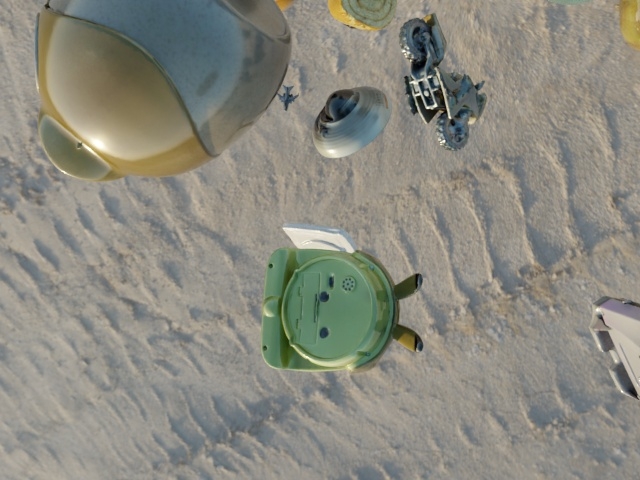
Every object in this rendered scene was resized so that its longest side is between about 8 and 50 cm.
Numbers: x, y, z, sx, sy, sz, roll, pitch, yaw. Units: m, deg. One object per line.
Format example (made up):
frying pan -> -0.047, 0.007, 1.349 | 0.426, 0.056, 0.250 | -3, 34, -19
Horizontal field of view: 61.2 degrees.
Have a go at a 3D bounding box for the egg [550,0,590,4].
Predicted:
egg -> 0.498, -0.676, 1.096 | 0.276, 0.276, 0.388 | -20, 116, 23

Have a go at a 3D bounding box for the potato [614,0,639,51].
potato -> 0.460, -0.316, 0.742 | 0.089, 0.172, 0.100 | 44, 138, 40

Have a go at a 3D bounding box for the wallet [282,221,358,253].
wallet -> 0.000, 0.000, 1.378 | 0.183, 0.031, 0.124 | 9, 151, 29

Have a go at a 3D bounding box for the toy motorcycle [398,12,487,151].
toy motorcycle -> 0.209, -0.270, 0.915 | 0.094, 0.130, 0.229 | 2, 123, 56

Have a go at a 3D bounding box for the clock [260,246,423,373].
clock -> 0.030, 0.090, 0.711 | 0.232, 0.069, 0.169 | -3, 78, 31

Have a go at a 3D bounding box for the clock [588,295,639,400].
clock -> 0.617, 0.229, 1.014 | 0.083, 0.186, 0.253 | -29, 98, -3

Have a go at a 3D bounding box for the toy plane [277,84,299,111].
toy plane -> -0.107, -0.457, 1.740 | 0.079, 0.031, 0.083 | 9, 106, 14

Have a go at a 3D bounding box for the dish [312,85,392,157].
dish -> 0.069, -0.399, 1.670 | 0.274, 0.273, 0.134 | -24, 131, 24

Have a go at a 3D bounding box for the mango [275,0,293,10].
mango -> -0.167, -0.767, 1.656 | 0.201, 0.350, 0.199 | 23, 104, -29

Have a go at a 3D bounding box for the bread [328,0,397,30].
bread -> 0.091, -0.522, 1.170 | 0.149, 0.073, 0.122 | 8, 101, -34

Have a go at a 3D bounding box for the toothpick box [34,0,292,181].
toothpick box -> -0.303, -0.329, 0.996 | 0.425, 0.409, 0.409 | -39, 101, 25
